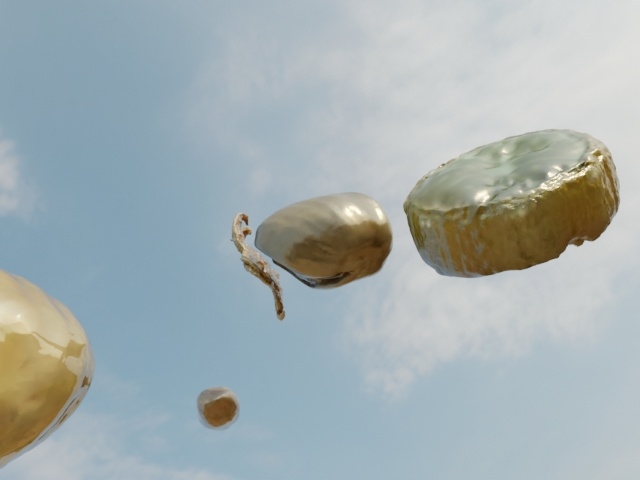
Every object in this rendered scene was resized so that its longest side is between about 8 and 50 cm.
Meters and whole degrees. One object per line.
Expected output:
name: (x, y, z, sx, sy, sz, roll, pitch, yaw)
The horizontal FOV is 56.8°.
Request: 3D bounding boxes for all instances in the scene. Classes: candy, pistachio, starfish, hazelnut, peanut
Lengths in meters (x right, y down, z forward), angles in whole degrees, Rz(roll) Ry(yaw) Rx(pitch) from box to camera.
candy: (0.235, -0.050, 0.742, 0.259, 0.260, 0.118, -28, -68, -14)
pistachio: (0.000, 0.000, 0.887, 0.138, 0.237, 0.153, 52, -136, -34)
starfish: (-0.108, 0.045, 0.990, 0.053, 0.210, 0.150, -34, -24, 9)
hazelnut: (-0.352, 0.143, 0.582, 0.261, 0.260, 0.241, 59, -141, -43)
peanut: (-0.179, 0.294, 1.039, 0.076, 0.076, 0.152, -24, -22, -17)
